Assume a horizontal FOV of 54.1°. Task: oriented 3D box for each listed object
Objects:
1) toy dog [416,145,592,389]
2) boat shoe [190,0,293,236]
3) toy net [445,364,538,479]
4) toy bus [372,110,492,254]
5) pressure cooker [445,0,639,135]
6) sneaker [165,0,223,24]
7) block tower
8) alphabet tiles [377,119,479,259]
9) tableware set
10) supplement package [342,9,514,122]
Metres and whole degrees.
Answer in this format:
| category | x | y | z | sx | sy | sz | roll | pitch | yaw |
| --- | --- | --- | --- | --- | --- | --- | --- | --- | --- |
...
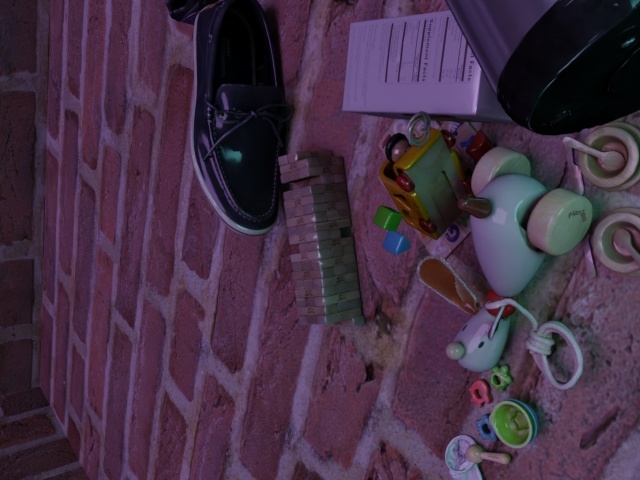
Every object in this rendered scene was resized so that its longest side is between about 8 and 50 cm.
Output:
| category | x | y | z | sx | sy | sz | roll | pitch | yaw |
| --- | --- | --- | --- | --- | --- | --- | --- | --- | --- |
| toy dog | 0.223 | 0.043 | 0.840 | 0.220 | 0.161 | 0.333 | 17 | 110 | 60 |
| boat shoe | -0.159 | -0.258 | 1.264 | 0.156 | 0.187 | 0.500 | -15 | 79 | 57 |
| toy net | 0.242 | 0.300 | 0.969 | 0.122 | 0.045 | 0.232 | 53 | 133 | 31 |
| toy bus | 0.138 | -0.097 | 0.902 | 0.104 | 0.191 | 0.202 | 33 | 121 | 43 |
| pressure cooker | 0.264 | -0.360 | 0.582 | 0.375 | 0.370 | 0.420 | -37 | 71 | 43 |
| sneaker | -0.245 | -0.580 | 1.357 | 0.283 | 0.124 | 0.107 | -51 | 58 | 41 |
| block tower | 0.000 | 0.000 | 1.178 | 0.091 | 0.097 | 0.335 | -8 | 91 | 52 |
| alphabet tiles | 0.181 | -0.112 | 1.005 | 0.237 | 0.009 | 0.198 | 59 | 135 | 26 |
| tableware set | 0.362 | -0.049 | 0.770 | 0.128 | 0.039 | 0.194 | -13 | 86 | 51 |
| supplement package | 0.166 | -0.241 | 0.893 | 0.244 | 0.139 | 0.133 | 15 | 103 | 48 |
